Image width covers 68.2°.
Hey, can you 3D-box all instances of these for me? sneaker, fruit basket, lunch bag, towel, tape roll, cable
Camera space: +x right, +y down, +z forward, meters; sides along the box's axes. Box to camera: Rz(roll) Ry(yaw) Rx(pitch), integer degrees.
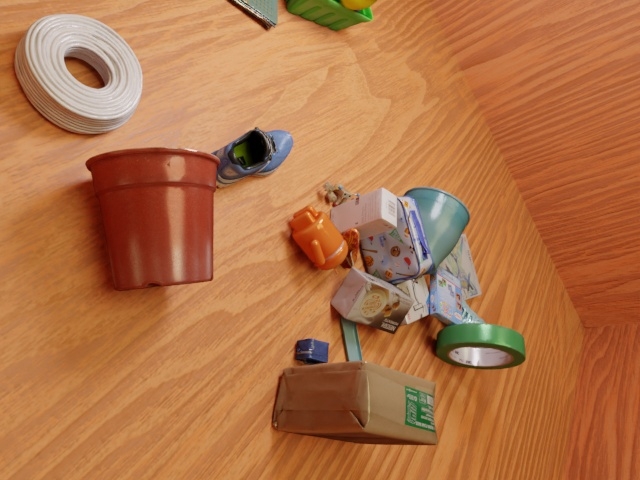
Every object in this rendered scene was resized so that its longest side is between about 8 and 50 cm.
[{"bbox_3d":[0.611,0.333,1.937,0.366,0.150,0.135,45,73,-26],"label":"sneaker"},{"bbox_3d":[0.085,-0.949,1.721,0.392,0.392,0.283,-6,80,-48],"label":"fruit basket"},{"bbox_3d":[0.260,0.006,1.635,0.115,0.243,0.303,-9,81,-48],"label":"lunch bag"},{"bbox_3d":[-0.171,-0.247,1.339,0.330,0.147,0.130,-39,105,-48],"label":"sneaker"},{"bbox_3d":[-0.024,0.319,1.341,0.098,0.067,0.065,23,59,-39],"label":"lunch bag"},{"bbox_3d":[0.097,0.016,1.545,0.064,0.175,0.067,20,50,10],"label":"sneaker"},{"bbox_3d":[-0.287,-0.893,1.544,0.370,0.040,0.271,21,59,-39],"label":"towel"},{"bbox_3d":[0.606,0.408,1.797,0.321,0.321,0.077,34,53,-34],"label":"tape roll"},{"bbox_3d":[-0.522,-0.367,1.047,0.257,0.089,0.257,-16,88,-49],"label":"cable"}]

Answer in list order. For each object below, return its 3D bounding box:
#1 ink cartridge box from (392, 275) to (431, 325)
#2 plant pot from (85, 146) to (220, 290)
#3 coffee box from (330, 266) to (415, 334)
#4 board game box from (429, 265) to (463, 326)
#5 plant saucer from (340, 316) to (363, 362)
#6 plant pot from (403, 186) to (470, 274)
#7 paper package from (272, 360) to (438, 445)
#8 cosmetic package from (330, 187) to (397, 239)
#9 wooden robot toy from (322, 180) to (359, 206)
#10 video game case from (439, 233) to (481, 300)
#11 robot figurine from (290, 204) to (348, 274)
[{"bbox_3d":[0.317,0.222,1.734,0.203,0.086,0.148,-10,83,-50],"label":"ink cartridge box"},{"bbox_3d":[-0.342,-0.034,1.006,0.272,0.272,0.265,-2,85,-48],"label":"plant pot"},{"bbox_3d":[0.172,0.199,1.532,0.246,0.098,0.141,26,99,-39],"label":"coffee box"},{"bbox_3d":[0.484,0.216,1.819,0.160,0.039,0.211,32,48,-29],"label":"board game box"},{"bbox_3d":[0.101,0.336,1.508,0.067,0.018,0.192,2,73,-47],"label":"plant saucer"},{"bbox_3d":[0.396,-0.021,1.796,0.271,0.271,0.255,42,62,-29],"label":"plant pot"},{"bbox_3d":[0.101,0.438,1.249,0.325,0.309,0.168,29,56,-39],"label":"paper package"},{"bbox_3d":[0.136,-0.075,1.540,0.085,0.231,0.117,27,56,-39],"label":"cosmetic package"},{"bbox_3d":[0.059,-0.165,1.638,0.173,0.076,0.079,16,29,-43],"label":"wooden robot toy"},{"bbox_3d":[0.608,0.123,2.125,0.329,0.036,0.300,-5,79,-48],"label":"video game case"},{"bbox_3d":[-0.001,0.001,1.444,0.128,0.158,0.219,-42,110,-12],"label":"robot figurine"}]
